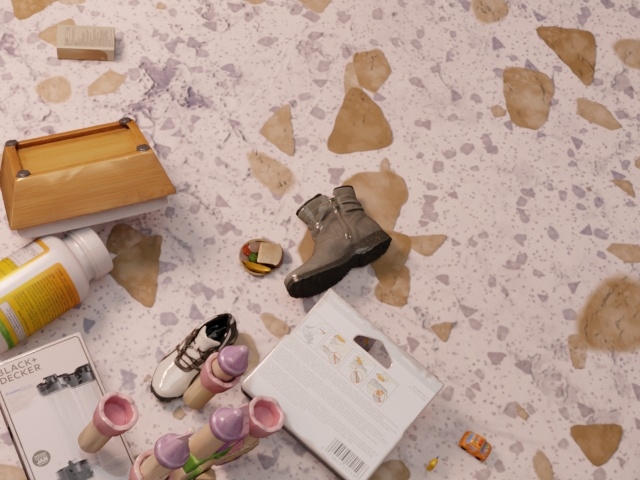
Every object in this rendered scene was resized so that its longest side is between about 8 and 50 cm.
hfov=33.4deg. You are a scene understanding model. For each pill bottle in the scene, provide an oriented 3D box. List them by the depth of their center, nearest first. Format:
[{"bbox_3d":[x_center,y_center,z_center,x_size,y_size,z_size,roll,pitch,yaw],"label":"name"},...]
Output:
[{"bbox_3d":[-0.489,0.075,1.852,0.245,0.136,0.136,-35,74,-24],"label":"pill bottle"}]

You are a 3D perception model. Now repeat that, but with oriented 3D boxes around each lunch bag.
[{"bbox_3d":[0.069,0.166,1.936,0.071,0.083,0.053,37,64,10],"label":"lunch bag"}]

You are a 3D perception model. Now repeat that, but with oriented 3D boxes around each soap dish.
[{"bbox_3d":[-0.428,-0.120,1.918,0.290,0.118,0.229,-14,29,-15],"label":"soap dish"}]

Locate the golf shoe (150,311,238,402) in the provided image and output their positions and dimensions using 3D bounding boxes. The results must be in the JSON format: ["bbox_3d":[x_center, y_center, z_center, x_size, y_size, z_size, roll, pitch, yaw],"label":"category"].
[{"bbox_3d":[-0.223,0.195,1.865,0.077,0.094,0.198,38,65,8],"label":"golf shoe"}]

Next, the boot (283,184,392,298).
[{"bbox_3d":[0.000,0.000,2.020,0.246,0.083,0.161,-28,65,-27],"label":"boot"}]

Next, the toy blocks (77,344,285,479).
[{"bbox_3d":[-0.161,0.328,1.661,0.288,0.260,0.309,-17,69,-45],"label":"toy blocks"}]

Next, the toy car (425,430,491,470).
[{"bbox_3d":[0.250,0.382,1.884,0.122,0.040,0.060,-33,74,-23],"label":"toy car"}]

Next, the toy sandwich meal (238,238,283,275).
[{"bbox_3d":[-0.111,0.028,2.003,0.085,0.029,0.086,4,63,-8],"label":"toy sandwich meal"}]

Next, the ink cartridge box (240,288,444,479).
[{"bbox_3d":[0.038,0.260,1.875,0.275,0.060,0.239,40,73,10],"label":"ink cartridge box"}]

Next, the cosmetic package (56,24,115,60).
[{"bbox_3d":[-0.471,-0.397,2.145,0.115,0.041,0.060,2,64,-9],"label":"cosmetic package"}]

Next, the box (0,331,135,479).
[{"bbox_3d":[-0.424,0.318,1.770,0.169,0.087,0.290,-20,69,-19],"label":"box"}]
